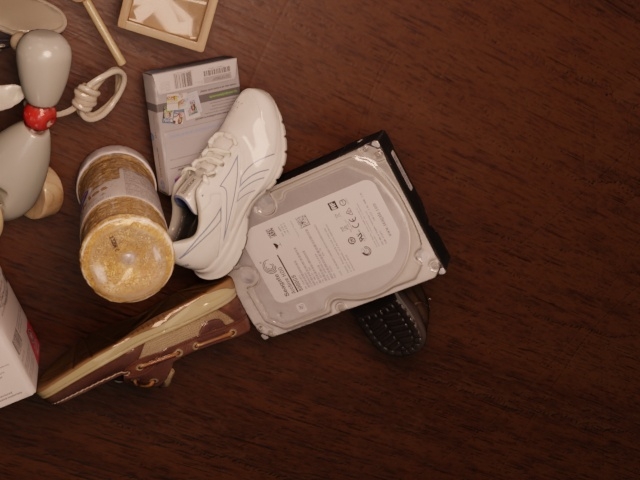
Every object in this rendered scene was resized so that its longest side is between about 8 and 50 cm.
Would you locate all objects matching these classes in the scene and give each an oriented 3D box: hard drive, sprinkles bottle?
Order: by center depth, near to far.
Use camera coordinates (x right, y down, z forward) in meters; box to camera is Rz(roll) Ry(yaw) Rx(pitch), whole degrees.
[{"bbox_3d":[-0.279,-0.034,1.363,0.121,0.355,0.121,-5,111,-13],"label":"sprinkles bottle"},{"bbox_3d":[0.000,0.000,1.515,0.339,0.064,0.237,-21,107,25],"label":"hard drive"}]

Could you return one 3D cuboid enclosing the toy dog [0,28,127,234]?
[{"bbox_3d":[-0.446,-0.158,1.379,0.161,0.220,0.334,35,102,17],"label":"toy dog"}]

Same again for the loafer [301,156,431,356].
[{"bbox_3d":[0.070,0.019,1.620,0.134,0.130,0.366,-18,108,29],"label":"loafer"}]

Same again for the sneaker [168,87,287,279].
[{"bbox_3d":[-0.144,-0.087,1.433,0.129,0.111,0.297,19,90,-53],"label":"sneaker"}]

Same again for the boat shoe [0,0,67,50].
[{"bbox_3d":[-0.469,-0.306,1.387,0.206,0.075,0.065,-3,154,-19],"label":"boat shoe"}]

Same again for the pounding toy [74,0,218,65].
[{"bbox_3d":[-0.257,-0.344,1.403,0.206,0.094,0.181,16,111,-10],"label":"pounding toy"}]

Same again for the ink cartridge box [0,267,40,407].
[{"bbox_3d":[-0.517,0.114,1.458,0.100,0.172,0.237,-22,114,-5],"label":"ink cartridge box"}]

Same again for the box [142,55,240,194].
[{"bbox_3d":[-0.187,-0.177,1.482,0.145,0.038,0.186,-19,115,-31],"label":"box"}]

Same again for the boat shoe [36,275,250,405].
[{"bbox_3d":[-0.268,0.180,1.509,0.342,0.123,0.123,-29,106,-14],"label":"boat shoe"}]
